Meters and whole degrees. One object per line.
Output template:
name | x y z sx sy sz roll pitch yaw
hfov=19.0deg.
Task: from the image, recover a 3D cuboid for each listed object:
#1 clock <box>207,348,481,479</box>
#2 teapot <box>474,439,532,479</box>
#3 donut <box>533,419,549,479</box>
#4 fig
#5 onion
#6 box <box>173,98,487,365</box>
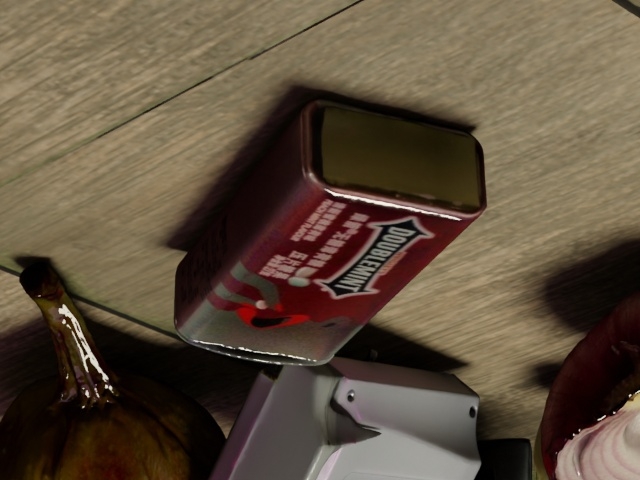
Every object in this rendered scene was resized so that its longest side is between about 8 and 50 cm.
clock | 0.004 0.198 1.369 0.186 0.253 0.083 11 -162 -48
teapot | 0.135 0.232 1.587 0.087 0.096 0.177 -2 153 4
donut | 0.230 0.158 1.423 0.166 0.108 0.065 0 134 -15
fig | -0.177 0.153 1.354 0.190 0.191 0.290 -8 153 15
onion | 0.278 0.116 1.314 0.227 0.120 0.283 -32 132 22
box | 0.000 0.000 1.167 0.120 0.069 0.224 12 149 -22
